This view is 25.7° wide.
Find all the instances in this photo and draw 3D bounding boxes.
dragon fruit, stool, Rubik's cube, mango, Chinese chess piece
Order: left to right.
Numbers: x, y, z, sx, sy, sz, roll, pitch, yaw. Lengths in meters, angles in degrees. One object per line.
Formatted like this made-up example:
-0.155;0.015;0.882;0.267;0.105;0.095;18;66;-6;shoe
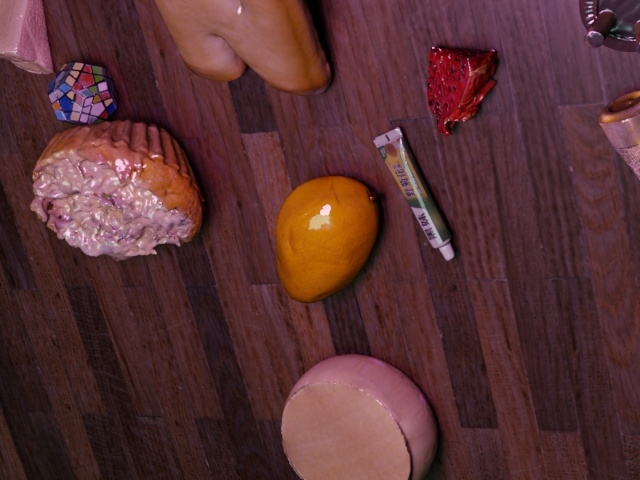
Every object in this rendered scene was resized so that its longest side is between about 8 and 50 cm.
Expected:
-0.362;-0.222;2.141;0.093;0.111;0.111;41;132;37;Rubik's cube
0.000;0.000;2.048;0.147;0.109;0.227;20;126;-10;mango
0.059;0.298;2.174;0.249;0.103;0.250;13;120;24;Chinese chess piece
0.195;-0.200;1.879;0.097;0.063;0.131;39;135;48;dragon fruit
0.351;-0.306;1.686;0.217;0.121;0.125;40;129;-1;stool

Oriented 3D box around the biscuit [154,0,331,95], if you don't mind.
-0.118;-0.308;1.909;0.236;0.062;0.291;12;149;21;biscuit

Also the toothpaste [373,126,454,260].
0.139;-0.063;1.984;0.049;0.031;0.204;-22;100;35;toothpaste

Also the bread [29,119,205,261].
-0.302;-0.083;2.126;0.274;0.149;0.274;7;148;5;bread

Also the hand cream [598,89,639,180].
0.432;-0.092;1.784;0.084;0.084;0.203;-18;112;35;hand cream

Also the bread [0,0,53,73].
-0.458;-0.345;2.175;0.077;0.105;0.152;11;88;25;bread
